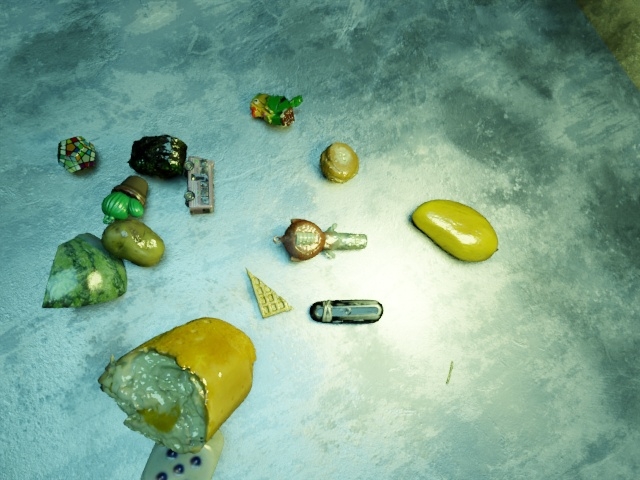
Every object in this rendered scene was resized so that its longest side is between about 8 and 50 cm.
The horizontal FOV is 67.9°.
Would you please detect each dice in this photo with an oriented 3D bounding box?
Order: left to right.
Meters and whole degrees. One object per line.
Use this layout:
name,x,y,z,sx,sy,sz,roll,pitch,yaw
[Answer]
dice,-0.406,0.646,1.410,0.192,0.193,0.194,22,85,-5

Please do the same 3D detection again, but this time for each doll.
doll,-0.176,-0.508,1.816,0.186,0.106,0.134,12,68,12

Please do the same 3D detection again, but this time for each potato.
potato,-0.619,0.007,1.574,0.200,0.154,0.137,29,100,-28

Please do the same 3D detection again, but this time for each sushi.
sushi,-0.569,-0.289,1.654,0.225,0.124,0.127,2,77,32

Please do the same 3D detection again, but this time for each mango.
mango,0.514,-0.048,1.780,0.331,0.142,0.195,39,68,6

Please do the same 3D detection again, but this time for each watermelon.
watermelon,-0.761,0.095,1.544,0.176,0.256,0.260,-1,79,37

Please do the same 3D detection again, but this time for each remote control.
remote control,0.095,0.248,1.672,0.266,0.066,0.090,1,71,-9

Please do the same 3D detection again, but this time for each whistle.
whistle,0.000,0.001,1.699,0.346,0.134,0.142,1,66,-16

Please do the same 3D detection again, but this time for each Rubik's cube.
Rubik's cube,-0.849,-0.299,1.653,0.112,0.133,0.133,-42,84,8

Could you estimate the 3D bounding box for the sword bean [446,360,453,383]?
sword bean,0.464,0.471,1.698,0.012,0.012,0.083,21,71,-2

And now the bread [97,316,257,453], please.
bread,-0.385,0.372,1.409,0.361,0.394,0.250,21,114,16

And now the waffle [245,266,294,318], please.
waffle,-0.178,0.168,1.669,0.125,0.032,0.191,-16,79,-11

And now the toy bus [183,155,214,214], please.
toy bus,-0.431,-0.197,1.698,0.108,0.096,0.199,-1,77,-13

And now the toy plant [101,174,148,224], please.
toy plant,-0.667,-0.129,1.634,0.143,0.105,0.200,18,63,3

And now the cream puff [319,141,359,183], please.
cream puff,0.066,-0.287,1.788,0.150,0.115,0.165,19,64,-10
